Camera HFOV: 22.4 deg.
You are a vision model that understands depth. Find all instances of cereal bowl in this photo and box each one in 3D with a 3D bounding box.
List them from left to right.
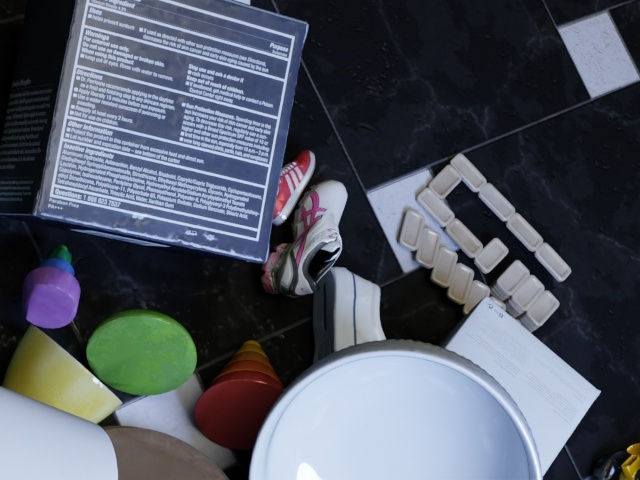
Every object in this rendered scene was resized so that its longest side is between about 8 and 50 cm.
[{"bbox_3d":[0.089,0.269,1.873,0.339,0.339,0.141,52,12,-6],"label":"cereal bowl"}]

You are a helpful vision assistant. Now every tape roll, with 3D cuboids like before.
[{"bbox_3d":[-0.341,0.270,1.627,0.169,0.246,0.246,26,59,-33],"label":"tape roll"}]

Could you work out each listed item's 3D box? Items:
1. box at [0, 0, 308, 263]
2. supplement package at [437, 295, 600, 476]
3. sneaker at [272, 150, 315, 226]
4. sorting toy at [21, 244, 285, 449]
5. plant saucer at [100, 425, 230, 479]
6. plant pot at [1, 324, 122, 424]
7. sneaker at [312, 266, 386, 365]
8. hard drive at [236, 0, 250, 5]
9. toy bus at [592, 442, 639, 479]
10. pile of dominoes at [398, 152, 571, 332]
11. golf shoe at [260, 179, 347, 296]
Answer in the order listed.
[{"bbox_3d":[-0.200,-0.143,1.887,0.296,0.183,0.294,13,85,-29],"label":"box"},{"bbox_3d":[0.204,0.224,2.049,0.194,0.149,0.203,40,52,3],"label":"supplement package"},{"bbox_3d":[-0.054,-0.083,2.091,0.067,0.042,0.118,38,58,-20],"label":"sneaker"},{"bbox_3d":[-0.184,0.109,1.909,0.366,0.127,0.126,32,34,-22],"label":"sorting toy"},{"bbox_3d":[-0.190,0.313,1.786,0.278,0.041,0.277,19,41,-18],"label":"plant saucer"},{"bbox_3d":[-0.301,0.172,1.789,0.134,0.134,0.095,43,78,-12],"label":"plant pot"},{"bbox_3d":[0.043,0.156,2.029,0.091,0.094,0.258,14,64,-23],"label":"sneaker"},{"bbox_3d":[-0.189,-0.283,2.079,0.210,0.040,0.318,12,66,-29],"label":"hard drive"},{"bbox_3d":[0.439,0.404,2.179,0.220,0.149,0.211,-33,108,-35],"label":"toy bus"},{"bbox_3d":[0.219,0.026,2.246,0.251,0.040,0.196,47,54,1],"label":"pile of dominoes"},{"bbox_3d":[0.000,0.000,2.060,0.186,0.086,0.067,-62,142,-31],"label":"golf shoe"}]
